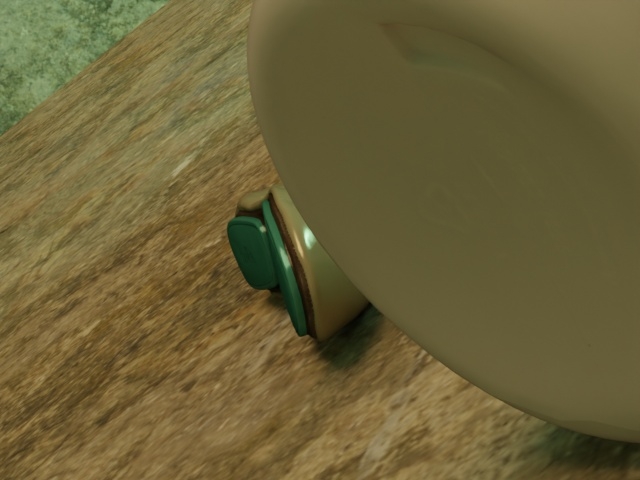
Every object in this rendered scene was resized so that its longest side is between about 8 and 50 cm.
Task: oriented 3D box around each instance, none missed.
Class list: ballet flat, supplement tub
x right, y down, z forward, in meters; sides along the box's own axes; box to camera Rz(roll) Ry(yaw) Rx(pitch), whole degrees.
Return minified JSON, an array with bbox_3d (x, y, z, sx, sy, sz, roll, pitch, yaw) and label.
[{"bbox_3d":[0.000,0.000,1.085,0.086,0.086,0.248,-38,13,-4],"label":"ballet flat"},{"bbox_3d":[0.155,-0.108,0.714,0.325,0.235,0.235,-45,16,-28],"label":"supplement tub"}]
